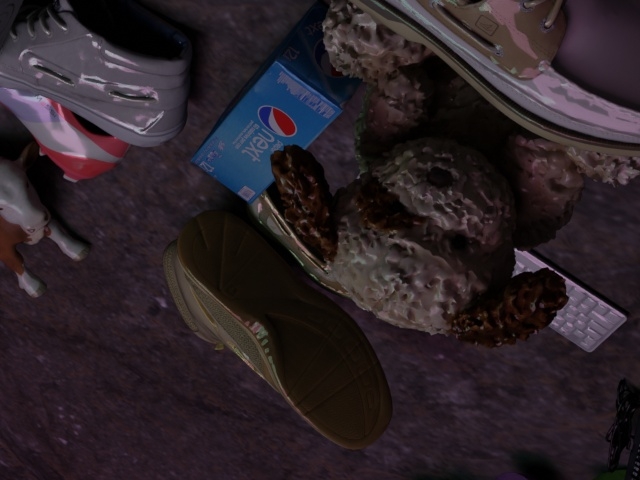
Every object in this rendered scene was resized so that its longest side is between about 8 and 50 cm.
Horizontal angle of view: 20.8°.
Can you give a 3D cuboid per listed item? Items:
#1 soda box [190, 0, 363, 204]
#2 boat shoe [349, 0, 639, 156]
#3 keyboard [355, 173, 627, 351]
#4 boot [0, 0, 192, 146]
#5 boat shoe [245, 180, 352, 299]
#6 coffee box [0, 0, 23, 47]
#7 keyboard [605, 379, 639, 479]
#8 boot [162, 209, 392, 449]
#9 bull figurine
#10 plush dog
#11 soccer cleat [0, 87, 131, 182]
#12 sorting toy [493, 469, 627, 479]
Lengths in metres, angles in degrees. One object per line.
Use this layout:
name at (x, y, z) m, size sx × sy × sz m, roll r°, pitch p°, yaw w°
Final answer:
soda box at (-0.032, -0.108, 1.426) m, size 0.067 × 0.071 × 0.210 m, roll 36°, pitch 151°, yaw -8°
boat shoe at (0.134, -0.156, 1.150) m, size 0.302 × 0.113 × 0.103 m, roll 27°, pitch 156°, yaw 11°
keyboard at (0.142, 0.011, 1.498) m, size 0.256 × 0.014 × 0.072 m, roll 33°, pitch 151°, yaw -1°
boot at (-0.225, -0.183, 1.503) m, size 0.258 × 0.095 × 0.123 m, roll 23°, pitch 142°, yaw 4°
boat shoe at (0.001, -0.002, 1.576) m, size 0.153 × 0.056 × 0.048 m, roll 41°, pitch 155°, yaw 0°
coffee box at (-0.301, -0.238, 1.383) m, size 0.141 × 0.098 × 0.246 m, roll 36°, pitch 131°, yaw 2°
keyboard at (0.290, 0.199, 1.565) m, size 0.100 × 0.038 × 0.192 m, roll 40°, pitch 145°, yaw 33°
boot at (-0.048, 0.089, 1.657) m, size 0.262 × 0.095 × 0.203 m, roll 46°, pitch 167°, yaw -4°
bull figurine at (-0.363, -0.024, 1.846) m, size 0.310 × 0.101 × 0.188 m, roll 5°, pitch 143°, yaw 39°
plush dog at (0.088, -0.036, 1.259) m, size 0.262 × 0.225 × 0.210 m, roll 27°, pitch 150°, yaw 10°
soccer cleat at (-0.275, -0.155, 1.600) m, size 0.248 × 0.083 × 0.095 m, roll 42°, pitch 130°, yaw -14°
sorting toy at (0.338, 0.297, 1.685) m, size 0.365 × 0.127 × 0.126 m, roll 10°, pitch 173°, yaw 40°
